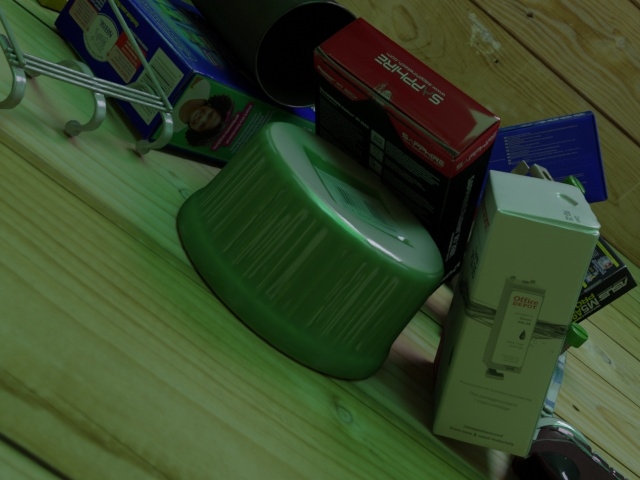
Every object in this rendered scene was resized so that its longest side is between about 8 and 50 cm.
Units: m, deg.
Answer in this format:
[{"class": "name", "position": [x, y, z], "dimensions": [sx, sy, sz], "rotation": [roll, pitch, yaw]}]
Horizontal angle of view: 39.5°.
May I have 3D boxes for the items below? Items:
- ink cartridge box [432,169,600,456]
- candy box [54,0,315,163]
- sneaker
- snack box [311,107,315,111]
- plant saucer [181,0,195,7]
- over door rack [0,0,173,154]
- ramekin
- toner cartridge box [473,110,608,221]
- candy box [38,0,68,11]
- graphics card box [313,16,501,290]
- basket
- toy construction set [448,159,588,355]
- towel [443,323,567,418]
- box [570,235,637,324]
[{"class": "ink cartridge box", "position": [0.223, 0.077, 1.068], "dimensions": [0.117, 0.283, 0.207], "rotation": [14, 18, 4]}, {"class": "candy box", "position": [-0.175, -0.233, 1.275], "dimensions": [0.268, 0.122, 0.317], "rotation": [49, 21, 28]}, {"class": "sneaker", "position": [0.333, 0.335, 1.042], "dimensions": [0.281, 0.106, 0.162], "rotation": [36, 21, 18]}, {"class": "snack box", "position": [-0.023, -0.215, 1.584], "dimensions": [0.207, 0.070, 0.175], "rotation": [19, 39, -45]}, {"class": "plant saucer", "position": [-0.271, -0.447, 1.699], "dimensions": [0.188, 0.045, 0.188], "rotation": [43, 19, 6]}, {"class": "over door rack", "position": [-0.314, -0.259, 1.033], "dimensions": [0.239, 0.108, 0.324], "rotation": [10, 56, -57]}, {"class": "ramekin", "position": [0.000, 0.000, 1.040], "dimensions": [0.303, 0.148, 0.303], "rotation": [36, 19, -14]}, {"class": "toner cartridge box", "position": [0.350, -0.130, 1.688], "dimensions": [0.075, 0.347, 0.165], "rotation": [-47, 126, -73]}, {"class": "candy box", "position": [-0.364, -0.368, 1.356], "dimensions": [0.105, 0.027, 0.206], "rotation": [52, 21, 23]}, {"class": "graphics card box", "position": [0.100, -0.093, 1.195], "dimensions": [0.232, 0.094, 0.371], "rotation": [40, -23, 21]}, {"class": "basket", "position": [-0.073, -0.314, 1.239], "dimensions": [0.227, 0.154, 0.204], "rotation": [48, 18, 32]}, {"class": "toy construction set", "position": [0.333, -0.031, 1.410], "dimensions": [0.257, 0.237, 0.309], "rotation": [25, 33, -23]}, {"class": "towel", "position": [0.302, 0.147, 1.412], "dimensions": [0.209, 0.034, 0.285], "rotation": [42, 30, 2]}, {"class": "box", "position": [0.426, 0.051, 1.664], "dimensions": [0.060, 0.216, 0.270], "rotation": [50, 10, -33]}]
